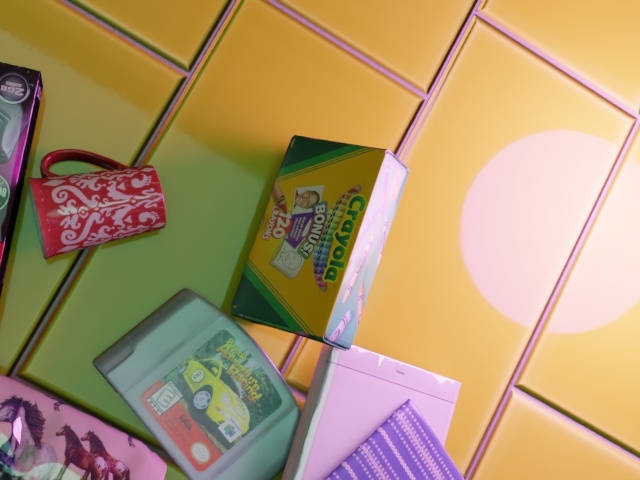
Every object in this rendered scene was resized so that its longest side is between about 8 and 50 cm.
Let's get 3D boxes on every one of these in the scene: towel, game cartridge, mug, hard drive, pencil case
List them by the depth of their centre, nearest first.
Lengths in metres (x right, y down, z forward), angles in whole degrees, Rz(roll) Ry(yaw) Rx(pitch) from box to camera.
[{"bbox_3d":[-0.390,0.284,1.238,0.410,0.160,0.183,29,41,-10],"label":"pencil case"},{"bbox_3d":[-0.310,-0.063,1.323,0.169,0.113,0.150,-11,90,-18],"label":"mug"},{"bbox_3d":[0.070,0.421,1.349,0.336,0.040,0.243,-39,106,-25],"label":"towel"},{"bbox_3d":[-0.155,0.223,1.365,0.196,0.060,0.294,-40,95,-18],"label":"game cartridge"},{"bbox_3d":[0.058,0.342,1.384,0.233,0.047,0.352,22,80,-26],"label":"hard drive"}]

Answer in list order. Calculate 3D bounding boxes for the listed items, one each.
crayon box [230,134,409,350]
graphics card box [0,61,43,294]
[{"bbox_3d":[0.000,0.000,1.362,0.081,0.165,0.278,33,73,-55],"label":"crayon box"},{"bbox_3d":[-0.520,-0.068,1.278,0.233,0.094,0.370,12,81,-12],"label":"graphics card box"}]
